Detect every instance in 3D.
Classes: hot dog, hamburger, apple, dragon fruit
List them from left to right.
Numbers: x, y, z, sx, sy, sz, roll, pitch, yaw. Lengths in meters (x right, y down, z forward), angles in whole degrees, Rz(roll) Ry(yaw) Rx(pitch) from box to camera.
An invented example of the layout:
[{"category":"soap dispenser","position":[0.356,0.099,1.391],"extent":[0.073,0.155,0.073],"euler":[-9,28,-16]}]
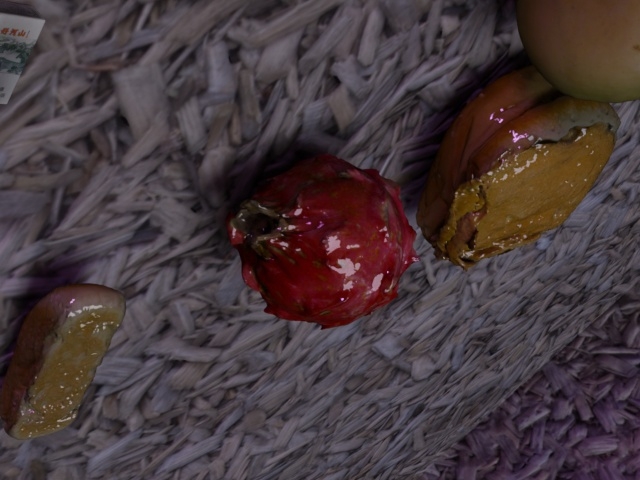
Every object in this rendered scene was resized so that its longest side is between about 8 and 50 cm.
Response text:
[{"category":"hot dog","position":[-0.288,0.122,1.113],"extent":[0.084,0.073,0.242],"euler":[-9,141,-42]},{"category":"dragon fruit","position":[0.000,0.000,1.191],"extent":[0.268,0.210,0.205],"euler":[19,99,-54]},{"category":"hamburger","position":[0.264,-0.105,1.422],"extent":[0.319,0.158,0.318],"euler":[-32,152,-19]},{"category":"apple","position":[0.358,-0.287,1.187],"extent":[0.262,0.262,0.262],"euler":[-32,152,-20]}]

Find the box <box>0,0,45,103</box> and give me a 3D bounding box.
[{"category":"box","position":[-0.258,-0.147,0.807],"extent":[0.054,0.024,0.083],"euler":[-2,133,-50]}]
